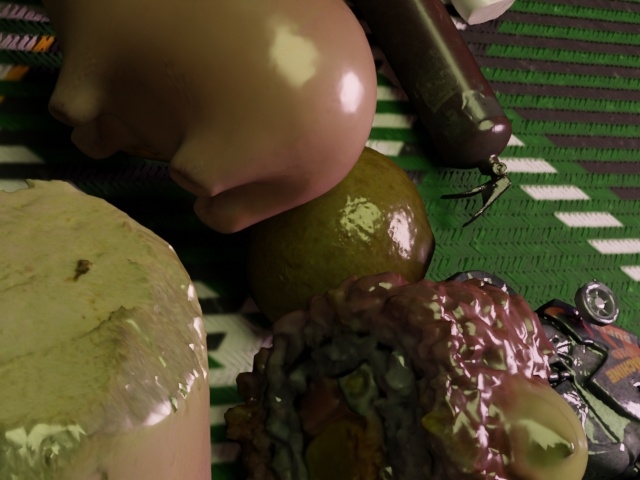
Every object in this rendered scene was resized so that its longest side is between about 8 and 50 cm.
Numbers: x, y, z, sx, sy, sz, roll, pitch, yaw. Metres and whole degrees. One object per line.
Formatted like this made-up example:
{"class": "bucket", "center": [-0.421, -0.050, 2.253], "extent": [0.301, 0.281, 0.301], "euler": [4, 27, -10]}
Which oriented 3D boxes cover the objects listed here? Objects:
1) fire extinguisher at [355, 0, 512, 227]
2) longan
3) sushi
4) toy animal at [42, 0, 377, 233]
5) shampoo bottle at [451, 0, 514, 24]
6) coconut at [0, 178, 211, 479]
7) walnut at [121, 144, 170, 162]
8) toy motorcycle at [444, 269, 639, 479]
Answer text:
{"class": "fire extinguisher", "center": [0.100, -0.142, 1.474], "extent": [0.089, 0.072, 0.268], "euler": [-23, 75, -16]}
{"class": "longan", "center": [0.000, 0.000, 1.257], "extent": [0.155, 0.176, 0.145], "euler": [-60, 146, -64]}
{"class": "sushi", "center": [0.076, 0.158, 1.127], "extent": [0.171, 0.236, 0.270], "euler": [8, 65, -48]}
{"class": "toy animal", "center": [-0.087, -0.172, 1.178], "extent": [0.326, 0.237, 0.269], "euler": [35, 74, 15]}
{"class": "shampoo bottle", "center": [0.133, -0.288, 1.613], "extent": [0.077, 0.045, 0.152], "euler": [-19, 72, -43]}
{"class": "coconut", "center": [-0.203, 0.141, 0.887], "extent": [0.297, 0.309, 0.297], "euler": [6, 35, -4]}
{"class": "walnut", "center": [-0.129, -0.093, 1.269], "extent": [0.121, 0.052, 0.091], "euler": [14, 52, -1]}
{"class": "toy motorcycle", "center": [0.213, 0.135, 1.339], "extent": [0.307, 0.108, 0.173], "euler": [21, 55, -22]}
